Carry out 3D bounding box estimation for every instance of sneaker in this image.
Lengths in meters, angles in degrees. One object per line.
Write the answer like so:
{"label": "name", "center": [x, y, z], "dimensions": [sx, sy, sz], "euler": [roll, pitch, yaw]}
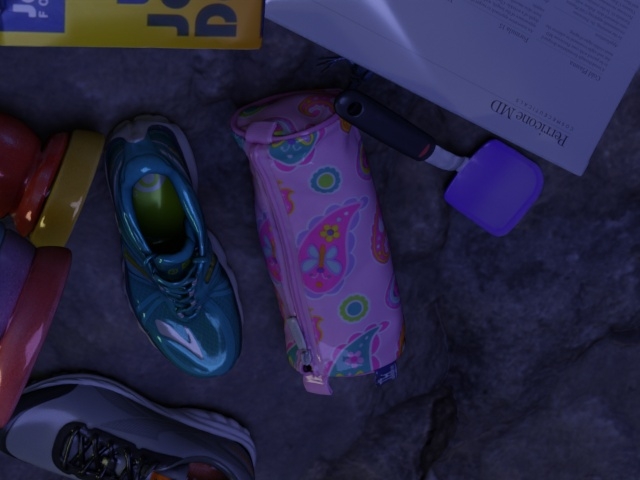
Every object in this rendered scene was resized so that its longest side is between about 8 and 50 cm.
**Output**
{"label": "sneaker", "center": [-0.141, 0.020, 1.674], "dimensions": [0.107, 0.110, 0.275], "euler": [-18, 118, -2]}
{"label": "sneaker", "center": [-0.187, 0.204, 1.756], "dimensions": [0.272, 0.108, 0.100], "euler": [14, 114, -15]}

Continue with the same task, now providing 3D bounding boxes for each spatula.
{"label": "spatula", "center": [0.109, -0.081, 1.675], "dimensions": [0.084, 0.030, 0.296], "euler": [-50, 140, 13]}

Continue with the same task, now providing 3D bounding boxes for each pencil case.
{"label": "pencil case", "center": [0.000, 0.000, 1.685], "dimensions": [0.124, 0.124, 0.284], "euler": [-14, 117, -4]}

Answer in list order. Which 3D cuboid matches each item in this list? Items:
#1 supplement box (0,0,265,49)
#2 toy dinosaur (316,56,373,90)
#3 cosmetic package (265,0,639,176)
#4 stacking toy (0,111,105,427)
{"label": "supplement box", "center": [-0.157, -0.294, 1.381], "dimensions": [0.195, 0.356, 0.194], "euler": [0, 116, -10]}
{"label": "toy dinosaur", "center": [0.046, -0.158, 1.665], "dimensions": [0.090, 0.047, 0.082], "euler": [-8, 135, -19]}
{"label": "cosmetic package", "center": [0.129, -0.263, 1.573], "dimensions": [0.377, 0.097, 0.284], "euler": [25, 95, -21]}
{"label": "stacking toy", "center": [-0.308, 0.048, 1.570], "dimensions": [0.130, 0.309, 0.279], "euler": [22, 120, -12]}
